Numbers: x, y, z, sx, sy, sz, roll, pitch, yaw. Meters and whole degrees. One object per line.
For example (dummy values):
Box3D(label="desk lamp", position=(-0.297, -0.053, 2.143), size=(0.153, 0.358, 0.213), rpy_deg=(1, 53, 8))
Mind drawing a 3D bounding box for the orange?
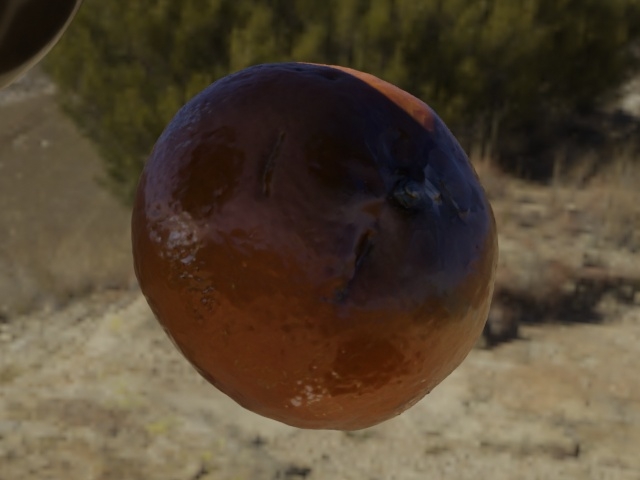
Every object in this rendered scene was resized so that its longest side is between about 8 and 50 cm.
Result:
Box3D(label="orange", position=(0.000, 0.000, 0.886), size=(0.224, 0.224, 0.170), rpy_deg=(-6, -19, -43))

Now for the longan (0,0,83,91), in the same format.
Box3D(label="longan", position=(-0.216, -0.148, 0.740), size=(0.220, 0.196, 0.196), rpy_deg=(-38, 34, -28))
